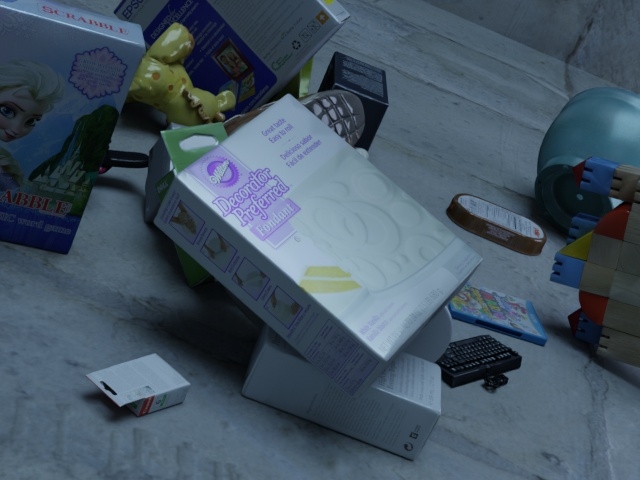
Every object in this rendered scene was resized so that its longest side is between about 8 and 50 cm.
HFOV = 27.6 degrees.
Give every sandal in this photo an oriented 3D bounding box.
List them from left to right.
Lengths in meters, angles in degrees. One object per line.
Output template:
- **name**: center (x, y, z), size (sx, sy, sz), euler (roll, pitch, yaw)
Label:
- **sandal**: center (-0.339, -0.111, 1.908), size (0.179, 0.040, 0.067), euler (4, 21, -21)

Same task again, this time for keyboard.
- **keyboard**: center (0.225, 0.174, 1.861), size (0.108, 0.023, 0.180), euler (39, 29, 30)

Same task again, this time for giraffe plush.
- **giraffe plush**: center (-0.238, -0.243, 2.165), size (0.170, 0.181, 0.210), euler (43, 8, -9)

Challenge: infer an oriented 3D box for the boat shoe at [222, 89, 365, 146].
- **boat shoe**: center (-0.060, -0.188, 2.185), size (0.324, 0.123, 0.116), euler (-18, 24, -41)

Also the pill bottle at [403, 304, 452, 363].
- **pill bottle**: center (0.089, 0.055, 1.814), size (0.160, 0.160, 0.283), euler (16, 24, -17)

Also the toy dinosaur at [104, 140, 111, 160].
- **toy dinosaur**: center (-0.402, -0.183, 1.790), size (0.219, 0.164, 0.322), euler (-4, 17, -13)

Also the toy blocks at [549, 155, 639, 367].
- **toy blocks**: center (0.485, 0.039, 2.027), size (0.261, 0.381, 0.191), euler (17, 19, 23)

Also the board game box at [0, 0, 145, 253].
- **board game box**: center (-0.416, -0.156, 1.593), size (0.319, 0.318, 0.066), euler (12, 29, -23)

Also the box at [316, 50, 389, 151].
- **box**: center (0.046, -0.237, 2.398), size (0.108, 0.153, 0.207), euler (20, 25, -9)

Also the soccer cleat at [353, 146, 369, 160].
- **soccer cleat**: center (0.043, -0.104, 2.231), size (0.076, 0.068, 0.196), euler (34, 32, 12)

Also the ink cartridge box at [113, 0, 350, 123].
- **ink cartridge box**: center (-0.156, -0.387, 2.227), size (0.307, 0.303, 0.072), euler (48, 31, 1)

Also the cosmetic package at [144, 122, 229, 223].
- **cosmetic package**: center (-0.131, -0.075, 1.906), size (0.238, 0.107, 0.127), euler (12, 60, -27)

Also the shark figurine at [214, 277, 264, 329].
- **shark figurine**: center (-0.087, 0.019, 1.682), size (0.166, 0.116, 0.278), euler (-4, 71, -34)

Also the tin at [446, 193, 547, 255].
- **tin**: center (0.322, -0.030, 2.365), size (0.190, 0.040, 0.106), euler (23, 28, -3)

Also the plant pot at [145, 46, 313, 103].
- **plant pot**: center (-0.164, -0.373, 2.398), size (0.294, 0.274, 0.274), euler (8, 24, 3)

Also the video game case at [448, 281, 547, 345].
- **video game case**: center (0.269, 0.108, 2.049), size (0.166, 0.015, 0.119), euler (18, 24, -14)

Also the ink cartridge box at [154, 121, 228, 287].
- **ink cartridge box**: center (-0.155, -0.050, 1.777), size (0.109, 0.062, 0.209), euler (-13, 78, -38)

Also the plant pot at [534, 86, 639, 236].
- **plant pot**: center (0.532, -0.121, 2.494), size (0.293, 0.293, 0.196), euler (34, 52, 22)

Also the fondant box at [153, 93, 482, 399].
- **fondant box**: center (0.000, 0.000, 1.588), size (0.330, 0.096, 0.238), euler (40, 47, 9)

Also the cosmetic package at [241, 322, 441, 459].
- **cosmetic package**: center (0.028, 0.172, 1.607), size (0.231, 0.085, 0.117), euler (22, 24, -6)

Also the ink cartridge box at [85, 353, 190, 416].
- **ink cartridge box**: center (-0.209, 0.167, 1.468), size (0.063, 0.029, 0.115), euler (37, 28, 26)
